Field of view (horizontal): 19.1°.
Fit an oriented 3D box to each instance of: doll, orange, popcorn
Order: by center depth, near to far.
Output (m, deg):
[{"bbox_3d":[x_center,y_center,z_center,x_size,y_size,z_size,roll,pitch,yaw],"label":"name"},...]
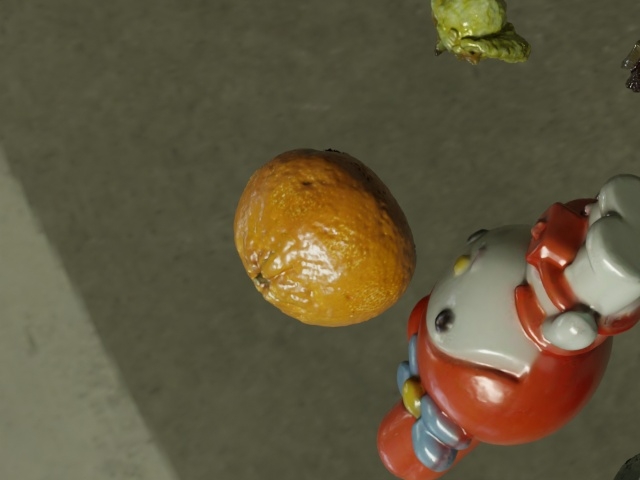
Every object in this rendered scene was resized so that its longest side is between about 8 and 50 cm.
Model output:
[{"bbox_3d":[0.128,0.063,1.259,0.130,0.161,0.290,30,139,-11],"label":"doll"},{"bbox_3d":[-0.001,0.000,1.341,0.135,0.118,0.135,59,166,26],"label":"orange"},{"bbox_3d":[0.120,-0.160,1.440,0.083,0.059,0.068,42,149,20],"label":"popcorn"}]

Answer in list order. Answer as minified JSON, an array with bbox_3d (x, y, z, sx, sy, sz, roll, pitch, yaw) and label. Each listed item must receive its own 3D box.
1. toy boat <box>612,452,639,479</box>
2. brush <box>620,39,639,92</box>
[{"bbox_3d":[0.116,0.121,0.701,0.085,0.078,0.260,24,122,16],"label":"toy boat"},{"bbox_3d":[0.370,-0.102,1.597,0.248,0.036,0.043,23,153,-2],"label":"brush"}]
